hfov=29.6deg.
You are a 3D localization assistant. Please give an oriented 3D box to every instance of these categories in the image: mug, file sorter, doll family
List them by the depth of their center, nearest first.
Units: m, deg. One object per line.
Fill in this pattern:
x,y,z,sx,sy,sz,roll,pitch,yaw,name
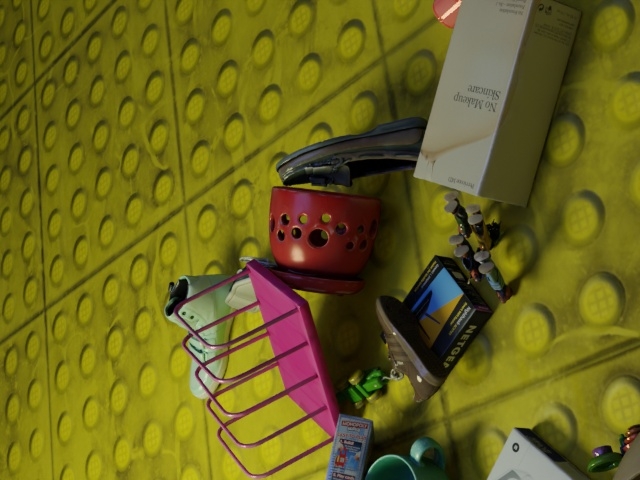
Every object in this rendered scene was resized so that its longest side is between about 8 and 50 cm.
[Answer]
0.242,0.015,1.836,0.076,0.111,0.193,-12,55,15,doll family
0.150,0.390,1.866,0.158,0.097,0.129,-40,52,39,mug
-0.108,0.223,2.046,0.202,0.182,0.290,35,146,55,file sorter

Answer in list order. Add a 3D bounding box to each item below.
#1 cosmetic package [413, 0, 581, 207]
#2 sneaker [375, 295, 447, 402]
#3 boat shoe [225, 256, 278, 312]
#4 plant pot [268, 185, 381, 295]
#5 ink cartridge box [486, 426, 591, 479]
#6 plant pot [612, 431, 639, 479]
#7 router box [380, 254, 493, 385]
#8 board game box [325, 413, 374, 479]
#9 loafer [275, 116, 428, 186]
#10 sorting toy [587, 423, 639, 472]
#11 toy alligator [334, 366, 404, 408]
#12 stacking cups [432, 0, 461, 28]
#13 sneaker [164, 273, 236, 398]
0.268,-0.221,1.850,0.160,0.113,0.309,21,97,52,cosmetic package
0.126,0.170,1.898,0.071,0.066,0.188,-56,45,29,sneaker
-0.114,0.074,2.253,0.254,0.095,0.079,130,157,-70,boat shoe
0.000,0.000,2.077,0.191,0.191,0.174,11,93,52,plant pot
0.305,0.414,1.704,0.223,0.045,0.224,39,112,49,ink cartridge box
0.471,0.274,1.381,0.284,0.284,0.191,-45,14,37,plant pot
0.182,0.133,1.928,0.179,0.046,0.133,-59,43,25,router box
0.050,0.377,1.961,0.060,0.194,0.194,10,88,12,board game box
0.058,-0.131,2.025,0.267,0.096,0.084,-17,74,7,loafer
0.399,0.273,1.607,0.102,0.061,0.042,-25,59,21,sorting toy
0.084,0.234,2.029,0.190,0.056,0.051,-31,17,44,toy alligator
0.302,-0.437,1.889,0.316,0.096,0.096,-40,52,46,stacking cups
-0.257,0.185,2.392,0.094,0.151,0.256,18,97,51,sneaker
